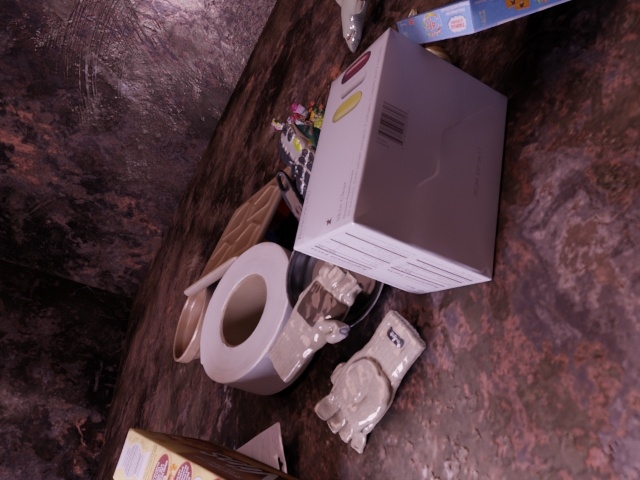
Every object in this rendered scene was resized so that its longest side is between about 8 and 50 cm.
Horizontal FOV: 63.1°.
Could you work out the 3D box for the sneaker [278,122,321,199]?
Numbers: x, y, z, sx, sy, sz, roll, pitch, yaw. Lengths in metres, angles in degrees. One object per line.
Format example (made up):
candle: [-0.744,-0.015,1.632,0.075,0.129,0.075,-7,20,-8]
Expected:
sneaker: [0.001,-0.164,1.101,0.107,0.109,0.275,109,146,-42]

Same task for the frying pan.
frying pan: [-0.014,0.026,0.897,0.326,0.053,0.197,35,96,40]

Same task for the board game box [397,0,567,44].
board game box: [0.223,-0.288,0.630,0.160,0.211,0.039,-143,34,-66]

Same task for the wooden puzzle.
wooden puzzle: [-0.178,-0.017,1.324,0.322,0.080,0.348,-30,27,49]

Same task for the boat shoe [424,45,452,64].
boat shoe: [0.135,-0.247,0.911,0.223,0.080,0.074,-29,40,50]

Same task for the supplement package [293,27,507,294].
supplement package: [0.108,-0.090,0.676,0.145,0.203,0.262,-26,48,59]

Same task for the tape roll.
tape roll: [-0.115,0.151,1.018,0.286,0.100,0.286,-31,45,36]

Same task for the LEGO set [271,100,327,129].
LEGO set: [-0.039,-0.312,1.308,0.287,0.107,0.132,3,73,66]

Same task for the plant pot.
plant pot: [-0.313,0.228,1.441,0.237,0.109,0.238,-48,31,42]

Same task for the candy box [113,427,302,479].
candy box: [-0.157,0.371,0.787,0.316,0.182,0.088,-3,67,47]

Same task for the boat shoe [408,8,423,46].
boat shoe: [0.158,-0.357,0.992,0.153,0.048,0.056,-61,24,16]

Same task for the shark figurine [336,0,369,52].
shark figurine: [0.125,-0.597,1.216,0.166,0.116,0.278,68,152,11]

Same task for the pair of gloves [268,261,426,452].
pair of gloves: [0.030,0.159,0.769,0.240,0.042,0.204,39,105,43]

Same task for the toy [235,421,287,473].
toy: [-0.123,0.432,0.907,0.237,0.056,0.137,-39,44,26]
